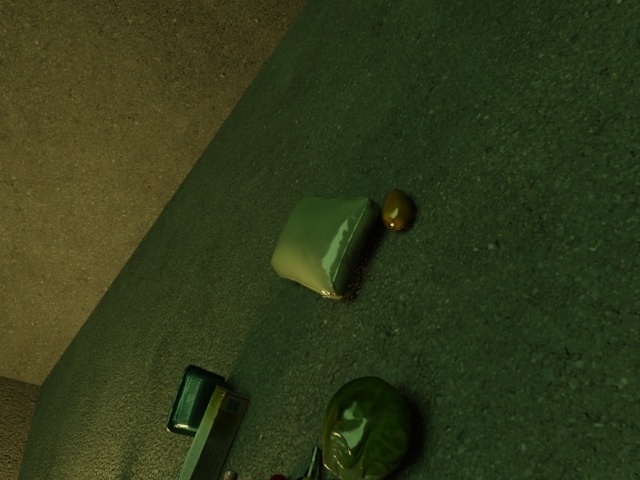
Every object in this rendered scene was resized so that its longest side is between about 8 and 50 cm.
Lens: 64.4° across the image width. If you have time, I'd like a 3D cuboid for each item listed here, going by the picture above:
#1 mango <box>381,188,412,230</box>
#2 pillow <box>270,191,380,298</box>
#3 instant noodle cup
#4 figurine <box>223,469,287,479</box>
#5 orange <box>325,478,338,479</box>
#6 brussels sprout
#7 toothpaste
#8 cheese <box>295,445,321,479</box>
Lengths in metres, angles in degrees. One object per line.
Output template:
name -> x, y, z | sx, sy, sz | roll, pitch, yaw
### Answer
mango -> 0.173, -0.072, 1.156 | 0.079, 0.057, 0.114 | -43, 31, 40
pillow -> 0.000, 0.000, 1.287 | 0.322, 0.119, 0.255 | 16, 79, 59
instant noodle cup -> -0.319, 0.442, 1.379 | 0.070, 0.157, 0.179 | -3, 62, 37
figurine -> -0.169, 0.606, 1.015 | 0.186, 0.176, 0.287 | 115, 175, -47
orange -> 0.017, 0.476, 0.917 | 0.095, 0.085, 0.085 | -46, 32, -1
brussels sprout -> 0.078, 0.333, 0.896 | 0.161, 0.144, 0.181 | 37, 85, 24
toothpaste -> -0.286, 0.540, 1.306 | 0.071, 0.089, 0.313 | 6, 70, 49
cheese -> -0.025, 0.485, 0.994 | 0.036, 0.086, 0.162 | -6, 42, 24
